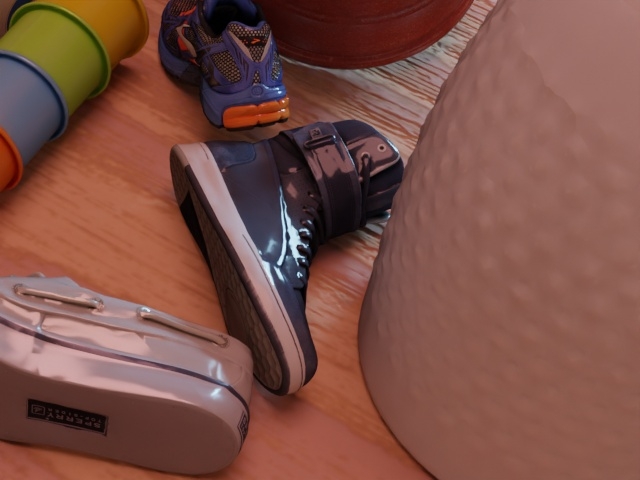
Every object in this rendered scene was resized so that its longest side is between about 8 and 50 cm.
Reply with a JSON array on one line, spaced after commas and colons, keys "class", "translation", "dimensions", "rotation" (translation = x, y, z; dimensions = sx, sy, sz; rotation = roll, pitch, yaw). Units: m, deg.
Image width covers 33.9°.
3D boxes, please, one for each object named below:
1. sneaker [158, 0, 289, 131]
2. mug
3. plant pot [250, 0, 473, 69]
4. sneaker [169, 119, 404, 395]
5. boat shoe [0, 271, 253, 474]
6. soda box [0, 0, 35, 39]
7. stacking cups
[{"class": "sneaker", "translation": [-0.077, -0.166, 0.857], "dimensions": [0.083, 0.087, 0.221], "rotation": [-10, 31, -23]}, {"class": "mug", "translation": [0.212, -0.050, 0.665], "dimensions": [0.276, 0.328, 0.374], "rotation": [30, 48, 15]}, {"class": "plant pot", "translation": [0.028, -0.316, 0.849], "dimensions": [0.272, 0.265, 0.272], "rotation": [0, 77, -2]}, {"class": "sneaker", "translation": [0.000, -0.002, 0.740], "dimensions": [0.163, 0.086, 0.226], "rotation": [-10, 49, -18]}, {"class": "boat shoe", "translation": [-0.169, 0.062, 0.638], "dimensions": [0.267, 0.096, 0.088], "rotation": [13, 42, -2]}, {"class": "soda box", "translation": [-0.291, -0.185, 0.860], "dimensions": [0.074, 0.069, 0.216], "rotation": [29, 49, 15]}, {"class": "stacking cups", "translation": [-0.242, -0.086, 0.774], "dimensions": [0.096, 0.096, 0.316], "rotation": [22, 50, 8]}]
